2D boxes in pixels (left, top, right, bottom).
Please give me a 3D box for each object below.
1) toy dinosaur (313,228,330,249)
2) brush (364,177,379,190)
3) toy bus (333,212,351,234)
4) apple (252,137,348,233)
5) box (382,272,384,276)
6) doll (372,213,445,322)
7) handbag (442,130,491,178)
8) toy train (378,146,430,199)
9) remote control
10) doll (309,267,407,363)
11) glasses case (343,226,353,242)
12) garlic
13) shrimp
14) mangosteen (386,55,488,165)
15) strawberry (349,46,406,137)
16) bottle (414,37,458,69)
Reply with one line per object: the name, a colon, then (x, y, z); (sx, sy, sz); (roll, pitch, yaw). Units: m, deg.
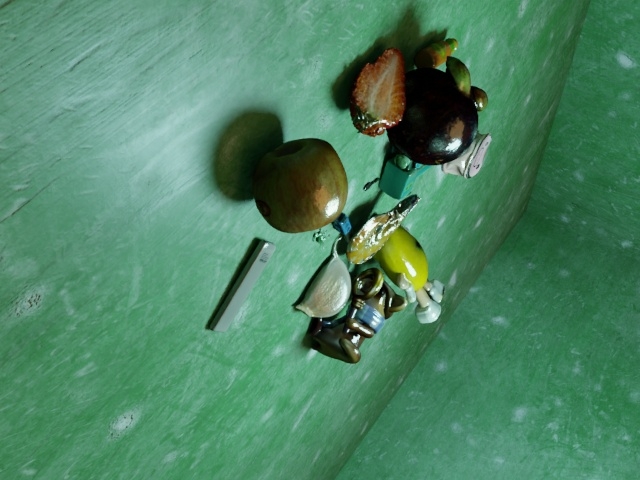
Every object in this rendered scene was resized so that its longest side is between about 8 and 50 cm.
toy dinosaur: (0.000, 0.000, 1.683); (0.062, 0.021, 0.083); (-21, 131, -44)
brush: (0.160, -0.177, 1.807); (0.083, 0.008, 0.024); (-39, 146, -39)
toy bus: (0.062, -0.053, 1.711); (0.038, 0.046, 0.083); (-54, 155, -14)
apple: (-0.044, -0.119, 1.266); (0.211, 0.211, 0.187); (-37, 120, -40)
box: (0.181, 0.207, 2.200); (0.041, 0.050, 0.207); (-14, 129, -59)
doll: (0.323, 0.092, 2.068); (0.161, 0.422, 0.348); (-25, 176, 24)
handbag: (0.578, -0.342, 2.282); (0.179, 0.117, 0.204); (-28, 139, -51)
toy train: (0.316, -0.271, 1.884); (0.298, 0.120, 0.194); (-36, 153, -41)
remote control: (-0.195, 0.113, 1.437); (0.260, 0.029, 0.067); (-59, 155, 2)
doll: (0.116, 0.259, 1.980); (0.340, 0.209, 0.318); (-44, -177, -15)
glasses case: (0.088, -0.022, 1.820); (0.032, 0.021, 0.083); (-50, 153, -17)
garlic: (0.038, 0.130, 1.827); (0.148, 0.129, 0.266); (65, 47, -74)
shrimp: (0.196, -0.049, 1.845); (0.317, 0.062, 0.164); (-44, 152, -4)
mangosteen: (0.312, -0.349, 1.585); (0.288, 0.288, 0.288); (-43, 150, -33)
strawberry: (0.134, -0.365, 1.469); (0.236, 0.107, 0.175); (-45, 114, -32)
bottle: (0.348, -0.553, 1.695); (0.187, 0.069, 0.069); (-41, 148, -40)
